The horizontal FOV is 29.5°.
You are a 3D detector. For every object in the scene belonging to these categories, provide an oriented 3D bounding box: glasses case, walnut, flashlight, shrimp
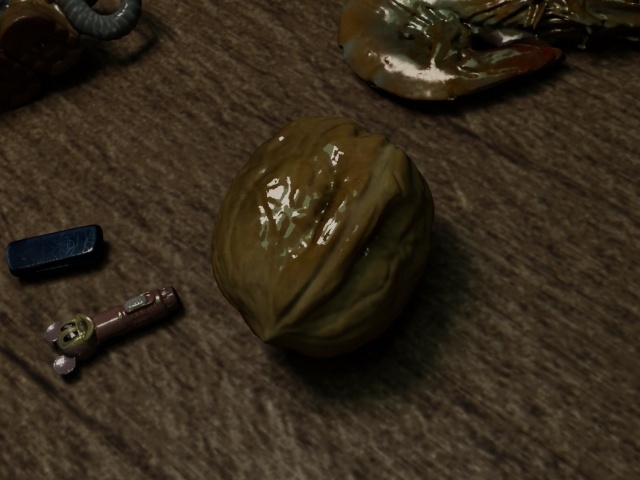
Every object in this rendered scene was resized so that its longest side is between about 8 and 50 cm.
[{"bbox_3d":[-0.219,0.011,1.013,0.083,0.023,0.033,-12,59,7],"label":"glasses case"},{"bbox_3d":[0.000,0.000,0.891,0.155,0.155,0.184,16,63,23],"label":"walnut"},{"bbox_3d":[-0.163,0.064,0.956,0.110,0.031,0.052,-24,53,-3],"label":"flashlight"},{"bbox_3d":[0.147,-0.175,1.029,0.287,0.063,0.152,10,61,24],"label":"shrimp"}]

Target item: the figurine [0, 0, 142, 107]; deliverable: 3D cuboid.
[{"bbox_3d":[-0.348,-0.309,1.177,0.261,0.186,0.382,-28,59,7],"label":"figurine"}]
